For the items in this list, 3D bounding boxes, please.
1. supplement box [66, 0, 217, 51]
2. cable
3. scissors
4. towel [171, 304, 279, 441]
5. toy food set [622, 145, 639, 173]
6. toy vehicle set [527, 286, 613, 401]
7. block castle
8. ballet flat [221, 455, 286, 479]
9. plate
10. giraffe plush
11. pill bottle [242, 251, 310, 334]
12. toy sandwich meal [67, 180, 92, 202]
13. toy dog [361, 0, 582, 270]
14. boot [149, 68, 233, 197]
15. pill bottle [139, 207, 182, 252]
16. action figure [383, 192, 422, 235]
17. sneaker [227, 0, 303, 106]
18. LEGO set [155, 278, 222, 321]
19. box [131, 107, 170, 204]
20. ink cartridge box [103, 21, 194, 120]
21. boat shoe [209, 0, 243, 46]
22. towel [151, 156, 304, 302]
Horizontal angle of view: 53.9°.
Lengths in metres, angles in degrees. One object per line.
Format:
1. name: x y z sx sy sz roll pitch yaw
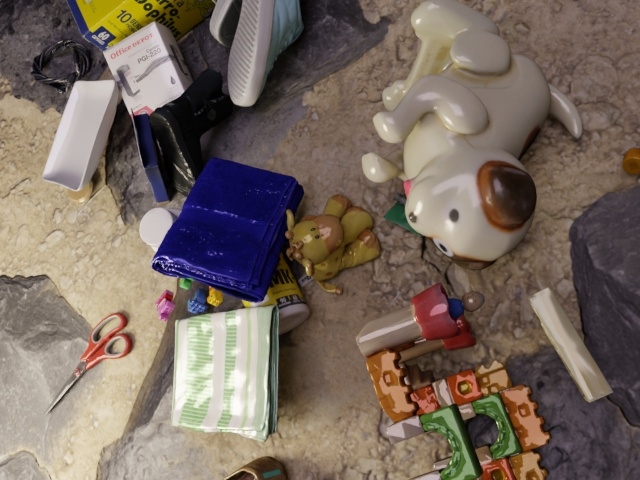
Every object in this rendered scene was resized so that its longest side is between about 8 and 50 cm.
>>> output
1. supplement box: -0.423 -0.624 1.562 0.356 0.194 0.195 -33 67 10
2. cable: -0.715 -0.486 1.721 0.184 0.047 0.151 29 88 25
3. scissors: -0.560 0.288 1.480 0.297 0.021 0.109 -38 69 9
4. towel: -0.200 0.264 1.261 0.324 0.038 0.248 -12 73 45
5. toy food set: 0.656 -0.170 1.088 0.232 0.111 0.104 8 48 33
6. toy vehicle set: 0.396 0.172 1.004 0.035 0.267 0.166 -30 69 13
7. block castle: 0.249 0.311 1.006 0.212 0.303 0.453 -24 70 13
8. ballet flat: -0.218 0.538 1.224 0.342 0.124 0.116 -35 67 10
9. plate: -0.591 -0.262 1.569 0.277 0.045 0.278 15 86 48
10. giraffe plush: 0.000 0.000 1.252 0.181 0.170 0.210 38 92 25
11. pill bottle: -0.115 0.085 1.303 0.119 0.119 0.209 -32 68 11
12. toy sandwich meal: -0.607 -0.133 1.600 0.085 0.029 0.086 -4 78 19
13. toy dog: 0.263 -0.148 1.119 0.395 0.284 0.408 18 57 -11
14. boot: -0.271 -0.244 1.449 0.094 0.247 0.207 18 49 31
15. pill bottle: -0.299 -0.007 1.356 0.108 0.193 0.108 -5 75 20
16. action figure: 0.252 -0.036 1.229 0.232 0.063 0.137 38 89 21
17. sneaker: -0.103 -0.468 1.424 0.135 0.150 0.366 6 83 56
18. LEGO set: -0.255 0.107 1.336 0.227 0.087 0.093 -47 32 23
19. box: -0.382 -0.189 1.424 0.036 0.225 0.137 -13 71 -8
20. ink cartridge box: -0.400 -0.387 1.517 0.158 0.092 0.218 -24 86 13
21. boat shoe: -0.185 -0.611 1.517 0.103 0.118 0.321 17 79 30
22. towel: -0.173 -0.037 1.255 0.227 0.076 0.308 17 50 2
